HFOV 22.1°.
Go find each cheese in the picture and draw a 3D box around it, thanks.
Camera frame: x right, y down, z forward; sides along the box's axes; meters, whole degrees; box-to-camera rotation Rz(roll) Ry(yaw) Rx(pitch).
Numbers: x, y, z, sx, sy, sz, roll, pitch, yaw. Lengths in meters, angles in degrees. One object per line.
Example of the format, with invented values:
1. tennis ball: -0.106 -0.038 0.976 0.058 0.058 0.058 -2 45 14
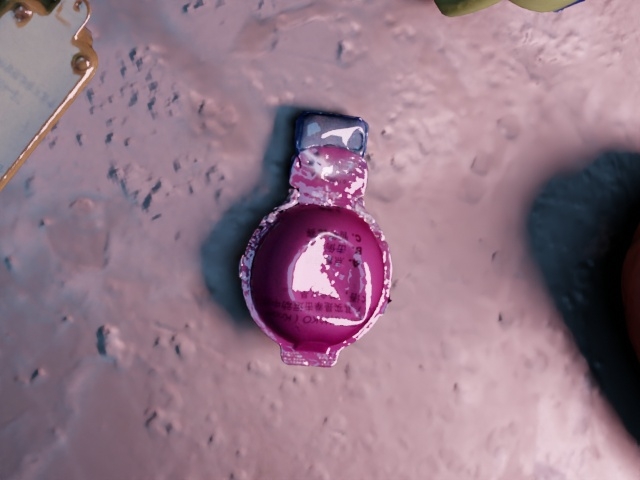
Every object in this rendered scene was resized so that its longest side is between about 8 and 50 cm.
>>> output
1. cheese: 0.000 0.000 0.931 0.095 0.038 0.145 5 93 -23

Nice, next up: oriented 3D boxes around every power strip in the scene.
1. power strip: -0.222 -0.009 0.843 0.064 0.044 0.305 40 84 -24

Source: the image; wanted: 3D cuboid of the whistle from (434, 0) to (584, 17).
1. whistle: 0.130 -0.170 0.848 0.085 0.227 0.105 -14 82 -34

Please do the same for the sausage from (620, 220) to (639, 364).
1. sausage: 0.282 0.086 0.998 0.152 0.152 0.280 -36 113 -10
